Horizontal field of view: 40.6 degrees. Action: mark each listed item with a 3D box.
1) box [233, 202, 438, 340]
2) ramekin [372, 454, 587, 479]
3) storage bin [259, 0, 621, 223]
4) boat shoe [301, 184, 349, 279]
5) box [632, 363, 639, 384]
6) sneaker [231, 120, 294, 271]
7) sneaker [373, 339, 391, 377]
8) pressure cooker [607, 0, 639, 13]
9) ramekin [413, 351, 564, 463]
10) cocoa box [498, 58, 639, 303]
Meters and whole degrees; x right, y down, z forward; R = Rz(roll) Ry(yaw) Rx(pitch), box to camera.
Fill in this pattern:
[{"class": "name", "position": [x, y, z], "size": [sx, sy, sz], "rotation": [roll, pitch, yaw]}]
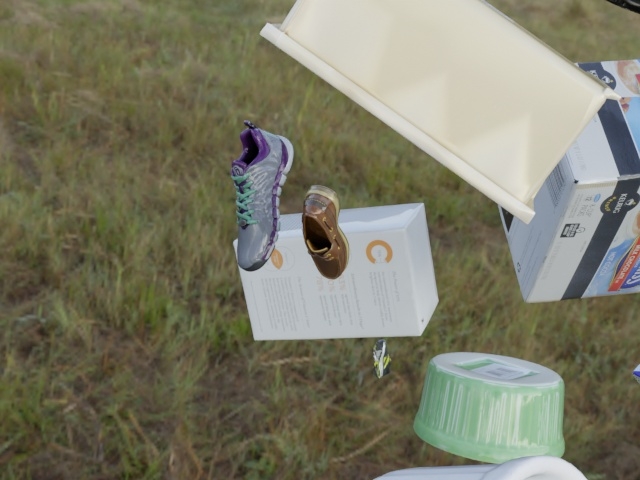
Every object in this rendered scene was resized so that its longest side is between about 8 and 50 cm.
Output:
[{"class": "box", "position": [0.035, 0.062, 1.692], "size": [0.345, 0.215, 0.168], "rotation": [-4, 18, 21]}, {"class": "ramekin", "position": [0.105, 0.292, 0.614], "size": [0.135, 0.277, 0.277], "rotation": [-8, 3, 40]}, {"class": "storage bin", "position": [0.116, -0.166, 0.790], "size": [0.262, 0.123, 0.260], "rotation": [35, 18, 2]}, {"class": "boat shoe", "position": [0.000, 0.000, 1.278], "size": [0.064, 0.178, 0.060], "rotation": [11, 50, 20]}, {"class": "box", "position": [0.675, 0.286, 1.620], "size": [0.137, 0.072, 0.126], "rotation": [49, -10, -32]}, {"class": "sneaker", "position": [-0.112, -0.068, 1.327], "size": [0.083, 0.224, 0.098], "rotation": [-6, -22, 42]}, {"class": "sneaker", "position": [0.132, 0.247, 1.824], "size": [0.035, 0.083, 0.031], "rotation": [-4, 17, -35]}, {"class": "pressure cooker", "position": [0.451, -0.444, 0.950], "size": [0.375, 0.421, 0.369], "rotation": [8, -4, -36]}, {"class": "ramekin", "position": [0.344, 0.326, 1.739], "size": [0.303, 0.148, 0.303], "rotation": [6, 6, -1]}, {"class": "cocoa box", "position": [0.442, -0.087, 1.376], "size": [0.227, 0.347, 0.232], "rotation": [-5, 56, -4]}]
